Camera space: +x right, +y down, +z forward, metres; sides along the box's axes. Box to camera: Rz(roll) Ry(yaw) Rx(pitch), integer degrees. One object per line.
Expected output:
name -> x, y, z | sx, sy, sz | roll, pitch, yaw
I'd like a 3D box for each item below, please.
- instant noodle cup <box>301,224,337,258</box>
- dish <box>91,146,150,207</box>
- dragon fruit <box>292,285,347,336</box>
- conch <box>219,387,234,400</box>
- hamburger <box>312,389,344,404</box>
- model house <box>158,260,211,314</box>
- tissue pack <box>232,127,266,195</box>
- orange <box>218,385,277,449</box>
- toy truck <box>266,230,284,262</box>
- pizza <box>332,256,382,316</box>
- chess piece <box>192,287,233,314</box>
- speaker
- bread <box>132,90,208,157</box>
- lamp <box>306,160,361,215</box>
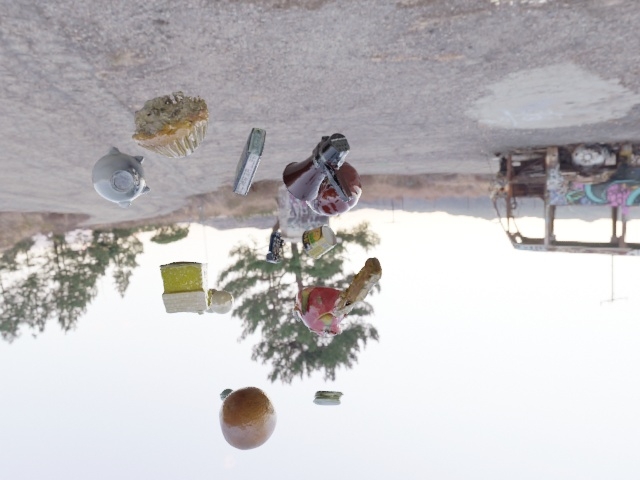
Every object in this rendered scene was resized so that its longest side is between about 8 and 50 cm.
instant noodle cup -> 0.000, 0.000, 2.131 | 0.122, 0.152, 0.151 | -25, 173, 30
dish -> -0.789, -0.250, 1.774 | 0.228, 0.236, 0.086 | -37, -147, -16
dragon fruit -> 0.008, 0.395, 2.398 | 0.305, 0.226, 0.305 | 1, 157, 0
conch -> -0.418, 0.699, 2.013 | 0.085, 0.057, 0.076 | -8, 144, -6
hamburger -> 0.034, 0.728, 2.048 | 0.140, 0.063, 0.133 | 15, 148, -21
model house -> -0.581, 0.210, 1.911 | 0.193, 0.234, 0.175 | -5, 172, -6
tissue pack -> -0.296, -0.326, 1.829 | 0.073, 0.173, 0.235 | 16, 137, -17
orange -> -0.305, 0.747, 1.863 | 0.264, 0.264, 0.264 | -3, -175, 0
toy truck -> -0.290, 0.040, 2.781 | 0.088, 0.202, 0.074 | -3, 163, 38
pizza -> 0.147, 0.202, 1.746 | 0.071, 0.297, 0.189 | 37, -170, -13
chess piece -> -0.573, 0.307, 2.244 | 0.299, 0.167, 0.167 | 5, -172, 31
speaker -> -0.002, -0.272, 1.835 | 0.198, 0.259, 0.329 | 8, 161, -30
bread -> -0.490, -0.381, 1.477 | 0.274, 0.149, 0.274 | -9, -133, 9
lamp -> 0.060, -0.267, 2.244 | 0.303, 0.303, 0.257 | 0, 149, 30
